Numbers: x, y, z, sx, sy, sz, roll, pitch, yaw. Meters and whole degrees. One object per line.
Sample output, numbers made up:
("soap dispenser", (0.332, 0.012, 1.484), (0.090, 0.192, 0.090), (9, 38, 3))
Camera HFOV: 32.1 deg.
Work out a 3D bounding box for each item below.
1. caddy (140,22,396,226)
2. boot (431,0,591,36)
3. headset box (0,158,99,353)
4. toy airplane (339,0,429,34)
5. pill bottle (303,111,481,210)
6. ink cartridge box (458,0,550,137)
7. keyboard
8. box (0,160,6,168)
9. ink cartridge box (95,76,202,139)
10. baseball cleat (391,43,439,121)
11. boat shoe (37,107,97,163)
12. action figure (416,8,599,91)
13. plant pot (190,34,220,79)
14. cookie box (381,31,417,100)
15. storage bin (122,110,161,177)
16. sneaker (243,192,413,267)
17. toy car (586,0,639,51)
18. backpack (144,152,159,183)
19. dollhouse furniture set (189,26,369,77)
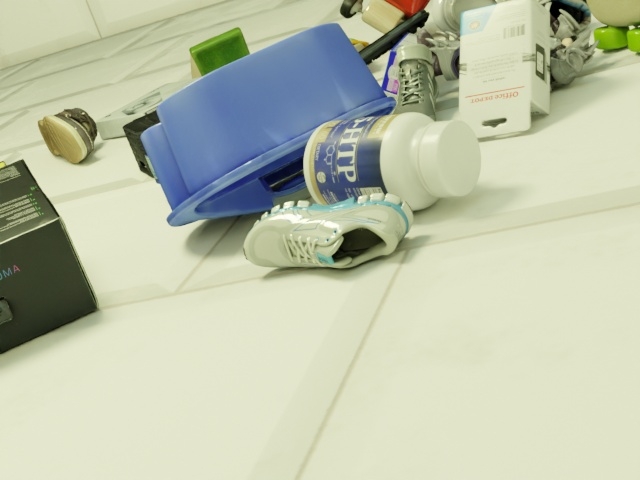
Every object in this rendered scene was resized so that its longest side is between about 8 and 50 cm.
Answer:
("caddy", (-0.063, -0.131, 1.435), (0.341, 0.179, 0.241), (-28, -1, -22))
("boot", (0.306, -0.361, 1.738), (0.258, 0.095, 0.123), (-8, 14, -35))
("headset box", (-0.427, 0.037, 1.349), (0.246, 0.131, 0.283), (-25, 27, -16))
("toy airplane", (0.194, -0.558, 2.013), (0.384, 0.386, 0.272), (4, 42, 48))
("pill bottle", (0.083, -0.088, 1.264), (0.186, 0.112, 0.112), (-2, 26, 42))
("ink cartridge box", (0.239, -0.214, 1.444), (0.104, 0.180, 0.060), (-6, -15, 34))
("keyboard", (0.041, -0.279, 1.836), (0.317, 0.033, 0.201), (-33, 8, 5))
("box", (-0.527, -0.064, 1.832), (0.058, 0.087, 0.232), (-25, 21, -9))
("ink cartridge box", (-0.305, -0.273, 2.240), (0.224, 0.045, 0.223), (-1, 26, 41))
("baseball cleat", (0.124, -0.213, 1.565), (0.072, 0.109, 0.206), (-10, 23, 12))
("boat shoe", (-0.484, -0.215, 2.176), (0.092, 0.103, 0.285), (-31, 16, -17))
("action figure", (0.268, -0.261, 1.582), (0.185, 0.099, 0.285), (-25, 22, -29))
("plant pot", (-0.215, -0.381, 2.368), (0.109, 0.096, 0.109), (3, 30, 48))
("cookie box", (0.129, -0.262, 1.717), (0.040, 0.092, 0.107), (20, 30, 11))
("storage bin", (-0.226, -0.183, 1.864), (0.180, 0.084, 0.122), (-26, 20, -16))
("sneaker", (0.000, 0.000, 1.178), (0.190, 0.071, 0.083), (-12, 26, 21))
("toy car", (0.488, -0.364, 1.578), (0.188, 0.155, 0.149), (-16, 17, -19))
("backpack", (-0.192, -0.116, 1.647), (0.114, 0.084, 0.105), (-29, 20, -38))
("dollhouse furniture set", (-0.076, -0.350, 2.035), (0.301, 0.151, 0.197), (-24, 19, -2))
